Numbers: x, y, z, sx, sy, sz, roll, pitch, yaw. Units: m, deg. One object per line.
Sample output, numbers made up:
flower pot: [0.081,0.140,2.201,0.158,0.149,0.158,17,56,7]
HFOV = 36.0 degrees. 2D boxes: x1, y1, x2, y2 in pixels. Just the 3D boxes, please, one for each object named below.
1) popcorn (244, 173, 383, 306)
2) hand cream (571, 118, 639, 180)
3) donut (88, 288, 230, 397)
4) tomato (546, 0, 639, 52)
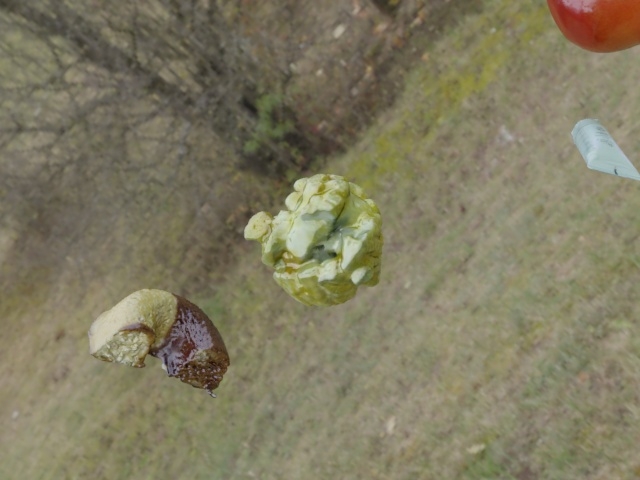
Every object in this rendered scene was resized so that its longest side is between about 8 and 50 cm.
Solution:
popcorn: [0.000,0.000,1.401,0.185,0.188,0.167,-26,-1,11]
hand cream: [0.402,-0.126,1.410,0.205,0.078,0.050,-80,6,-68]
donut: [-0.235,0.135,1.463,0.085,0.217,0.141,-49,42,25]
tomato: [0.433,-0.405,1.432,0.259,0.260,0.180,-28,-6,35]
